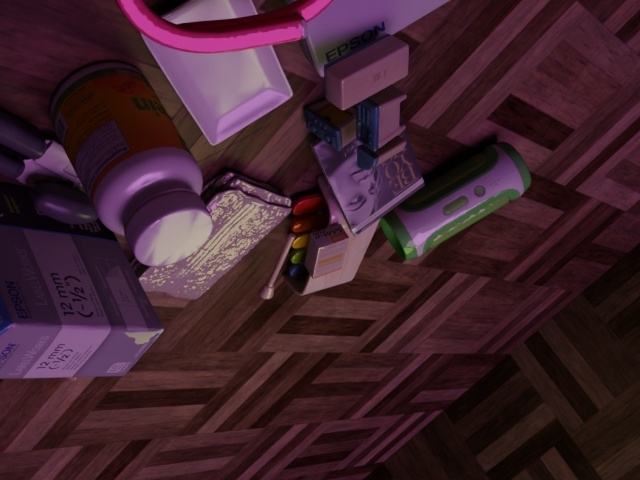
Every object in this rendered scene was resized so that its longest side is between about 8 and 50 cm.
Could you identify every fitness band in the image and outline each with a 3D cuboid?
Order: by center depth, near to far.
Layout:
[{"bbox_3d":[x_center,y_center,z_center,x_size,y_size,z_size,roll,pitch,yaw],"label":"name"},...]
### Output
[{"bbox_3d":[-0.096,-0.319,0.963,0.291,0.054,0.209,-13,126,-19],"label":"fitness band"}]

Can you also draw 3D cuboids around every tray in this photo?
[{"bbox_3d":[-0.135,-0.241,1.156,0.145,0.030,0.270,-31,152,-2],"label":"tray"}]

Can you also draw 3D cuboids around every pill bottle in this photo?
[{"bbox_3d":[-0.229,-0.092,1.062,0.136,0.245,0.136,-25,151,-15],"label":"pill bottle"}]

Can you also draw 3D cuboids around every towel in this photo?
[{"bbox_3d":[-0.188,0.002,1.461,0.282,0.049,0.187,-44,150,19],"label":"towel"}]

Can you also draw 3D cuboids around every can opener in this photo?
[{"bbox_3d":[-0.372,-0.097,1.067,0.076,0.095,0.283,-39,152,10],"label":"can opener"}]

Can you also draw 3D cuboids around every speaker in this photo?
[{"bbox_3d":[0.269,-0.080,1.723,0.296,0.131,0.131,-30,152,-6],"label":"speaker"}]

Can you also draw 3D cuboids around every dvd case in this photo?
[{"bbox_3d":[0.087,-0.128,1.478,0.164,0.018,0.221,-36,134,-10],"label":"dvd case"}]

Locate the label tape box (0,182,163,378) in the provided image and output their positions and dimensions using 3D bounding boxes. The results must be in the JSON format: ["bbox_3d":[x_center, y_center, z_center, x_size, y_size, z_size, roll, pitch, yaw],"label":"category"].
[{"bbox_3d":[-0.402,0.046,1.096,0.115,0.249,0.348,-45,150,21],"label":"label tape box"}]

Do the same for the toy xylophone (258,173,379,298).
[{"bbox_3d":[0.000,0.000,1.616,0.236,0.081,0.322,-10,144,-35],"label":"toy xylophone"}]

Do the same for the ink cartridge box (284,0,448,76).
[{"bbox_3d":[0.092,-0.401,1.100,0.324,0.071,0.330,-31,153,-3],"label":"ink cartridge box"}]

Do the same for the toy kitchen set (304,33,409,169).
[{"bbox_3d":[0.027,-0.208,1.253,0.122,0.166,0.207,-32,142,-25],"label":"toy kitchen set"}]

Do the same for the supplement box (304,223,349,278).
[{"bbox_3d":[0.010,0.020,1.532,0.062,0.036,0.098,-18,149,-22],"label":"supplement box"}]

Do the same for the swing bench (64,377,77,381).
[{"bbox_3d":[-0.540,0.165,1.243,0.253,0.165,0.254,-32,147,-1],"label":"swing bench"}]
